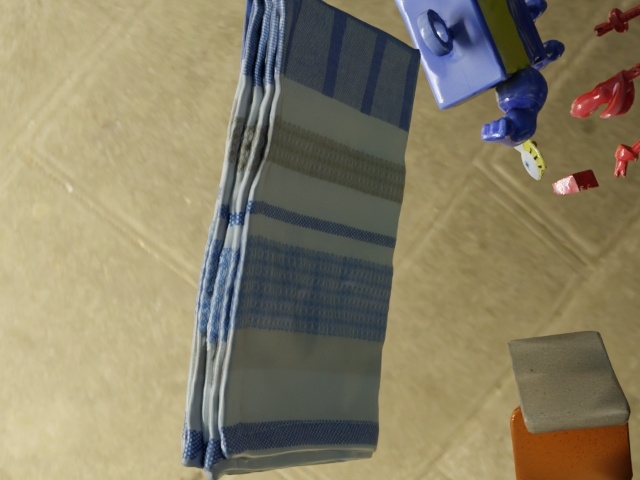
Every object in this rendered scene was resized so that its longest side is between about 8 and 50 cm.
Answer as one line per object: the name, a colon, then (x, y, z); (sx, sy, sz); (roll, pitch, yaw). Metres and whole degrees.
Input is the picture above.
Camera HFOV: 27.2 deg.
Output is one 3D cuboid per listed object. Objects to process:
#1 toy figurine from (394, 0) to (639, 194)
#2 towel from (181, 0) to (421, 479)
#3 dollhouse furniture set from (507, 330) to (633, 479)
toy figurine: (0.148, -0.209, 1.099); (0.217, 0.191, 0.362); (-15, 84, -52)
towel: (0.000, 0.000, 0.804); (0.034, 0.209, 0.285); (6, 87, 30)
dollhouse furniture set: (0.203, 0.174, 0.552); (0.259, 0.135, 0.262); (-6, 104, 5)
